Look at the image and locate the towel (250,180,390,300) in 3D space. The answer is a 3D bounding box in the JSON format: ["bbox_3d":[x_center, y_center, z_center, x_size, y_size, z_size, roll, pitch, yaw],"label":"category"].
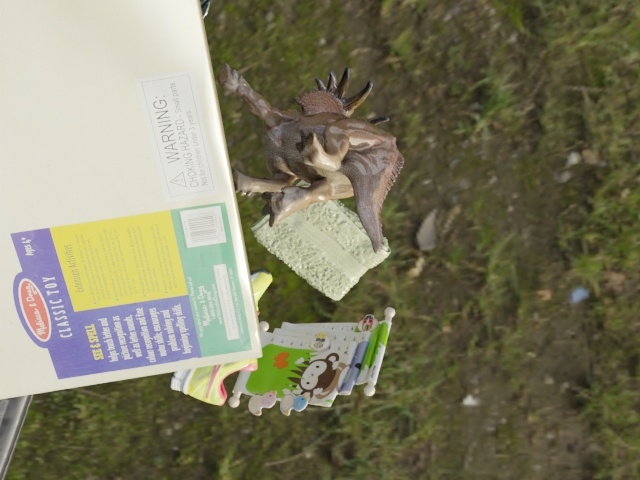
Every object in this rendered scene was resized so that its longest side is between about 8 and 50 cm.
[{"bbox_3d":[0.000,0.000,1.409,0.148,0.027,0.110,40,110,-18],"label":"towel"}]

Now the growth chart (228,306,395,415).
[{"bbox_3d":[-0.013,0.178,1.715,0.021,0.237,0.172,62,30,-44],"label":"growth chart"}]

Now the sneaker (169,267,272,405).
[{"bbox_3d":[-0.116,0.134,1.609,0.094,0.081,0.208,33,96,3],"label":"sneaker"}]

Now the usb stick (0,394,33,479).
[{"bbox_3d":[-0.362,0.201,1.269,0.077,0.045,0.278,22,113,-5],"label":"usb stick"}]

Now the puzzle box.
[{"bbox_3d":[-0.202,-0.053,0.845,0.272,0.052,0.408,-9,129,-2],"label":"puzzle box"}]

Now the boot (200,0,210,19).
[{"bbox_3d":[-0.232,-0.395,1.514,0.094,0.207,0.246,-35,112,5],"label":"boot"}]

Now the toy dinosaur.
[{"bbox_3d":[0.015,-0.098,1.234,0.200,0.296,0.127,-7,120,-38],"label":"toy dinosaur"}]
